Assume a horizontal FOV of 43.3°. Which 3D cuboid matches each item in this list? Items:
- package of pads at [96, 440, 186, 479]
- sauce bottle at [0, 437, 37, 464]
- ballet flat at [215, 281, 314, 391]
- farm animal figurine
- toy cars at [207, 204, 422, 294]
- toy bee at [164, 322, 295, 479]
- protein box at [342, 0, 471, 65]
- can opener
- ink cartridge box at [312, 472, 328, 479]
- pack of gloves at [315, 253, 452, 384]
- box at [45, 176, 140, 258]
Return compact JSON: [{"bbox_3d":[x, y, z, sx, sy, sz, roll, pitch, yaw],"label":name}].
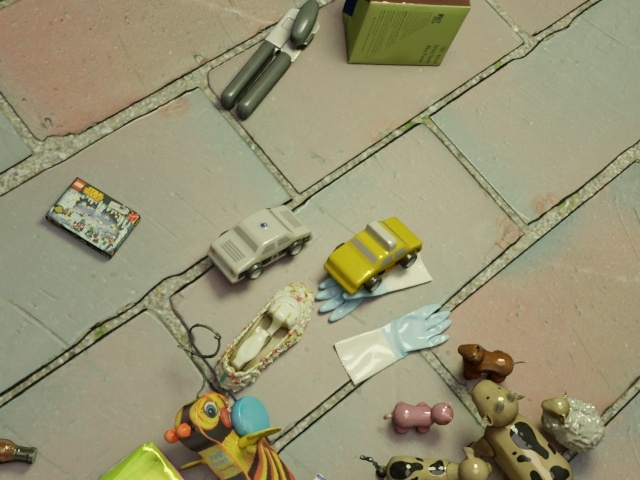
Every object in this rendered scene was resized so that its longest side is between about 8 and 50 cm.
[{"bbox_3d":[-0.302,0.473,1.197,0.296,0.101,0.229,-40,80,-23],"label":"package of pads"},{"bbox_3d":[-0.508,0.326,1.251,0.128,0.042,0.042,11,66,-5],"label":"sauce bottle"},{"bbox_3d":[-0.087,0.159,1.382,0.091,0.077,0.241,36,65,7],"label":"ballet flat"},{"bbox_3d":[0.284,0.329,1.329,0.327,0.172,0.330,36,66,5],"label":"farm animal figurine"},{"bbox_3d":[0.000,0.000,1.437,0.394,0.087,0.176,6,50,-7],"label":"toy cars"},{"bbox_3d":[-0.169,0.304,1.252,0.298,0.195,0.162,41,29,11],"label":"toy bee"},{"bbox_3d":[0.166,-0.466,1.622,0.201,0.200,0.136,-1,68,-11],"label":"protein box"},{"bbox_3d":[-0.093,-0.370,1.591,0.076,0.095,0.283,32,65,4],"label":"can opener"},{"bbox_3d":[-0.039,0.544,1.239,0.165,0.065,0.332,37,67,6],"label":"ink cartridge box"},{"bbox_3d":[0.120,0.123,1.455,0.232,0.046,0.195,-22,73,-18],"label":"pack of gloves"},{"bbox_3d":[-0.403,-0.041,1.432,0.137,0.027,0.094,30,65,3],"label":"box"}]
